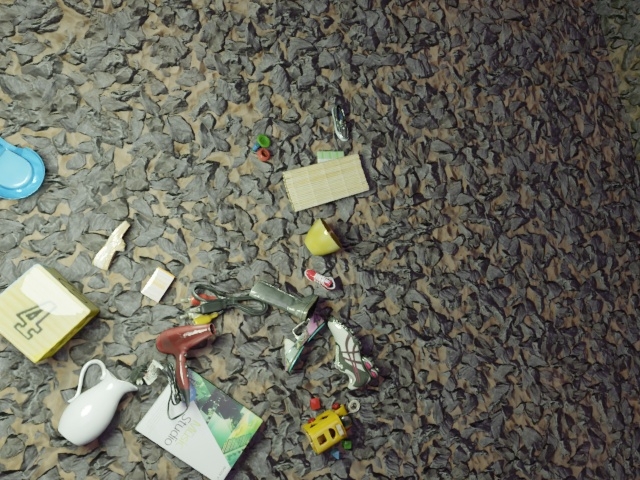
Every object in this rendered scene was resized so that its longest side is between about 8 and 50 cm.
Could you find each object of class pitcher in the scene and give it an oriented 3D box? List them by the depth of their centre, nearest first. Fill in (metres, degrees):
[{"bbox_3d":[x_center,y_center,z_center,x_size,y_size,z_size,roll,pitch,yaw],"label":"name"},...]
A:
[{"bbox_3d":[-0.679,0.474,1.373,0.177,0.126,0.207,31,65,13],"label":"pitcher"}]

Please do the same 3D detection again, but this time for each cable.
[{"bbox_3d":[-0.324,0.209,1.559,0.286,0.072,0.140,-4,72,-30],"label":"cable"}]

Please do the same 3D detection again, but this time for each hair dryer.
[{"bbox_3d":[-0.426,0.371,1.434,0.223,0.080,0.294,34,88,15],"label":"hair dryer"}]

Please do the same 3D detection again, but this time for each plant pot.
[{"bbox_3d":[0.000,0.000,1.649,0.095,0.134,0.134,-35,94,10],"label":"plant pot"}]

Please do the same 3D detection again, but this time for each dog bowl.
[{"bbox_3d":[-0.973,-0.233,1.389,0.297,0.074,0.166,30,75,-12],"label":"dog bowl"}]

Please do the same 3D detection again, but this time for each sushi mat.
[{"bbox_3d":[0.022,-0.216,1.708,0.316,0.019,0.152,-18,87,-21],"label":"sushi mat"}]

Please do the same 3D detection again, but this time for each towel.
[{"bbox_3d":[0.045,-0.260,1.746,0.113,0.023,0.152,-3,81,-20],"label":"towel"}]

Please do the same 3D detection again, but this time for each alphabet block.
[{"bbox_3d":[-0.788,0.205,1.328,0.197,0.192,0.193,45,74,-8],"label":"alphabet block"}]

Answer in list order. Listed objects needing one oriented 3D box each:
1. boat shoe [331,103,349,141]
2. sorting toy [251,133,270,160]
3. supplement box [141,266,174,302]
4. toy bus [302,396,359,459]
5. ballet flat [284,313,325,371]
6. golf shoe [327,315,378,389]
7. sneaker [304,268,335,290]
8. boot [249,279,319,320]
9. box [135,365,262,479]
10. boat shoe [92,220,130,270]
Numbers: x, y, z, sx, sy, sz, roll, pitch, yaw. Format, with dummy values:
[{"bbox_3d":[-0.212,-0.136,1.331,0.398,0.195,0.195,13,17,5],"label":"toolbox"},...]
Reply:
[{"bbox_3d":[0.077,-0.448,1.768,0.049,0.040,0.142,-17,88,-19],"label":"boat shoe"},{"bbox_3d":[-0.214,-0.327,1.665,0.061,0.042,0.102,8,68,-32],"label":"sorting toy"},{"bbox_3d":[-0.523,0.143,1.500,0.062,0.036,0.099,34,74,-11],"label":"supplement box"},{"bbox_3d":[0.044,0.633,1.578,0.190,0.104,0.203,21,77,-14],"label":"toy bus"},{"bbox_3d":[-0.073,0.344,1.604,0.079,0.077,0.222,35,68,9],"label":"ballet flat"},{"bbox_3d":[0.092,0.394,1.629,0.120,0.105,0.273,-34,93,-12],"label":"golf shoe"},{"bbox_3d":[0.002,0.138,1.651,0.118,0.067,0.042,33,74,-11],"label":"sneaker"},{"bbox_3d":[-0.119,0.195,1.592,0.208,0.189,0.076,18,99,13],"label":"boot"},{"bbox_3d":[-0.377,0.580,1.476,0.322,0.058,0.232,38,74,-10],"label":"box"},{"bbox_3d":[-0.646,0.018,1.468,0.059,0.063,0.170,34,83,-13],"label":"boat shoe"}]
